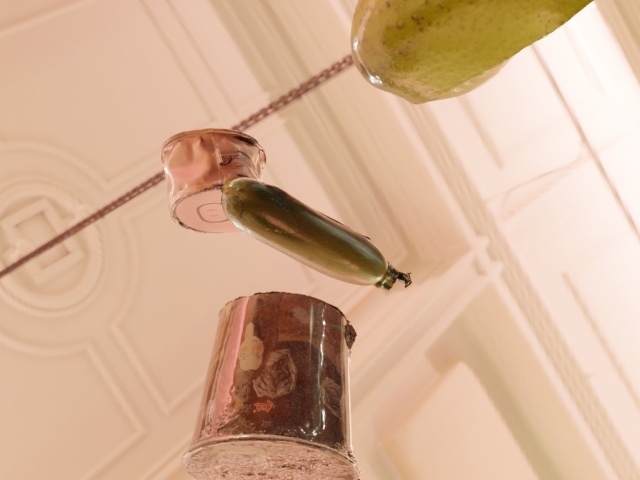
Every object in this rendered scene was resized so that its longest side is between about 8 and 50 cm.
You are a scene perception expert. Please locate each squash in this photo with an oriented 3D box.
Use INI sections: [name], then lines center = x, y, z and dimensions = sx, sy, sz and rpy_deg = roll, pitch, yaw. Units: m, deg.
[squash]
center = -0.001, 0.001, 1.569
dimensions = 0.331, 0.087, 0.087
rpy_deg = 28, -127, -24

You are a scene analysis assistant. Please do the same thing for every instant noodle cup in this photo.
[instant noodle cup]
center = -0.053, 0.191, 1.332
dimensions = 0.217, 0.217, 0.207
rpy_deg = 28, -129, -34

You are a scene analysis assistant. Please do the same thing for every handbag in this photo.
[handbag]
center = -0.162, -0.088, 1.701
dimensions = 0.205, 0.179, 0.116
rpy_deg = 76, -172, -67

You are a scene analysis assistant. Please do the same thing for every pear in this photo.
[pear]
center = 0.171, -0.331, 1.469
dimensions = 0.318, 0.342, 0.238
rpy_deg = -41, -74, -5
